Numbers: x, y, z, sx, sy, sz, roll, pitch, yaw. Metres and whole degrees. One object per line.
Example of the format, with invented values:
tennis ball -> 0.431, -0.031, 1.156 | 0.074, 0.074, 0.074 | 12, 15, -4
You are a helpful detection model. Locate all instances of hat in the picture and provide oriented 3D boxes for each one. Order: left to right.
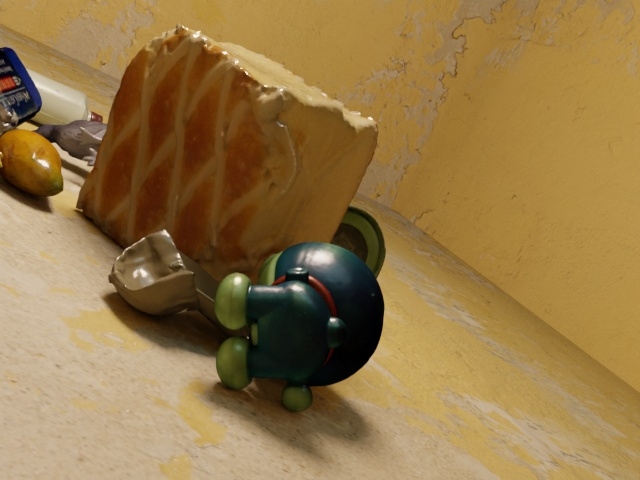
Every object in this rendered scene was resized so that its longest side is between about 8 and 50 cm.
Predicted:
hat -> -0.197, 0.089, 1.312 | 0.166, 0.144, 0.173 | -131, -158, -63

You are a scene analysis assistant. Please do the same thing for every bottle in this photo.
bottle -> -0.588, -0.298, 2.073 | 0.245, 0.104, 0.104 | 23, 11, -32

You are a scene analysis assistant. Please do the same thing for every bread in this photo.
bread -> -0.154, -0.113, 1.548 | 0.371, 0.389, 0.279 | 37, 20, 33

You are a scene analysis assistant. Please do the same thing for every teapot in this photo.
teapot -> 0.000, 0.000, 2.007 | 0.270, 0.200, 0.337 | 53, -3, -25

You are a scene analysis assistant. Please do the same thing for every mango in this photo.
mango -> -0.468, -0.122, 1.535 | 0.115, 0.089, 0.165 | 37, 6, -25

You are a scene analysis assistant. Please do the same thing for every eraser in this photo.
eraser -> -0.599, -0.268, 1.752 | 0.155, 0.102, 0.332 | 61, 2, -15

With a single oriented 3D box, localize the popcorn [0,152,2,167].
popcorn -> -0.529, -0.128, 1.469 | 0.082, 0.057, 0.083 | 30, 6, 1

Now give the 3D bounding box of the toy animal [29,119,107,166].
toy animal -> -0.409, -0.183, 1.828 | 0.367, 0.081, 0.206 | 8, 9, 0

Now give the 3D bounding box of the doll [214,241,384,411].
doll -> -0.017, 0.108, 1.279 | 0.186, 0.198, 0.322 | 2, 11, 14
